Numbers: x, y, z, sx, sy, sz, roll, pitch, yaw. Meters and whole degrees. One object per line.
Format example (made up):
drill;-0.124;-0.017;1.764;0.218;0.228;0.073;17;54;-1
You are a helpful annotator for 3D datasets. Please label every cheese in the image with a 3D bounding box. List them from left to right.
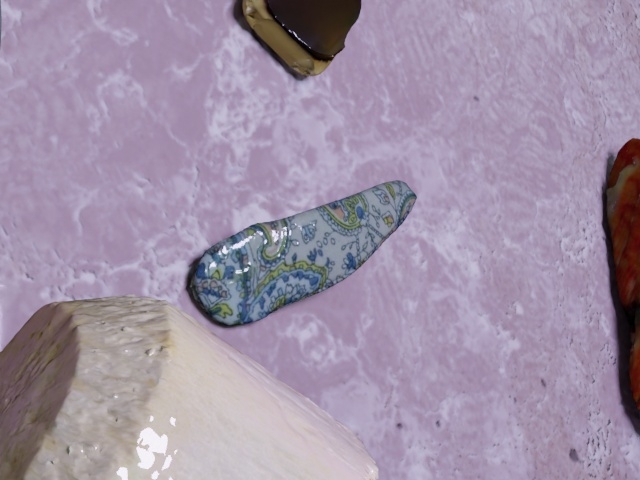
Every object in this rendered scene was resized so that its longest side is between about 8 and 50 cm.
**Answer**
cheese;0.002;-0.207;0.937;0.086;0.036;0.162;41;55;-19

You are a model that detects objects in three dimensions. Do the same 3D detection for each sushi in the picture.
sushi;0.346;0.063;1.076;0.130;0.124;0.332;6;71;-29

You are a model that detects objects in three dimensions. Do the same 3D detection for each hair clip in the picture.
hair clip;0.001;0.000;0.877;0.229;0.036;0.066;-26;101;-40

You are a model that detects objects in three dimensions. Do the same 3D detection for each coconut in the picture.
coconut;-0.086;0.166;0.635;0.244;0.239;0.239;38;57;-26
